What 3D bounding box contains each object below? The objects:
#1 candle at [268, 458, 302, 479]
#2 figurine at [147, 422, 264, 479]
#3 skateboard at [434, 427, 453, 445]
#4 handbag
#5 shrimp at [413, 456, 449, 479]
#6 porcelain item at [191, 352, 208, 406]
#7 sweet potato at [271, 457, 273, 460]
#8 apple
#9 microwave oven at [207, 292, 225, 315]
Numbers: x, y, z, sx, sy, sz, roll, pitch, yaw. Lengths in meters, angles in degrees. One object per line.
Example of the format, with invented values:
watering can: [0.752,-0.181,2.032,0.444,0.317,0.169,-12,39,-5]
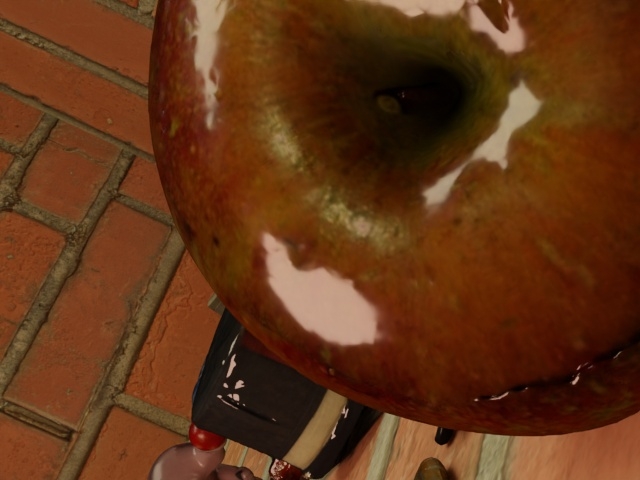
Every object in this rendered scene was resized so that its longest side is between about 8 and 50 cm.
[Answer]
candle: [-0.012,0.235,1.445,0.053,0.048,0.162,27,92,49]
figurine: [-0.136,0.335,1.385,0.287,0.186,0.176,71,-155,-45]
skateboard: [0.111,0.082,0.916,0.080,0.067,0.151,-37,23,58]
handbag: [-0.024,0.128,1.276,0.181,0.181,0.254,-61,9,23]
shrimp: [0.081,0.199,0.851,0.108,0.023,0.059,-94,21,-77]
porcelain item: [-0.128,0.243,1.859,0.114,0.147,0.147,-75,12,-53]
sweet potato: [-0.046,0.252,1.574,0.053,0.054,0.182,-53,7,18]
apple: [0.091,-0.081,0.675,0.374,0.374,0.383,176,80,-83]
microwave oven: [-0.044,0.069,1.666,0.145,0.194,0.240,-61,5,-16]
